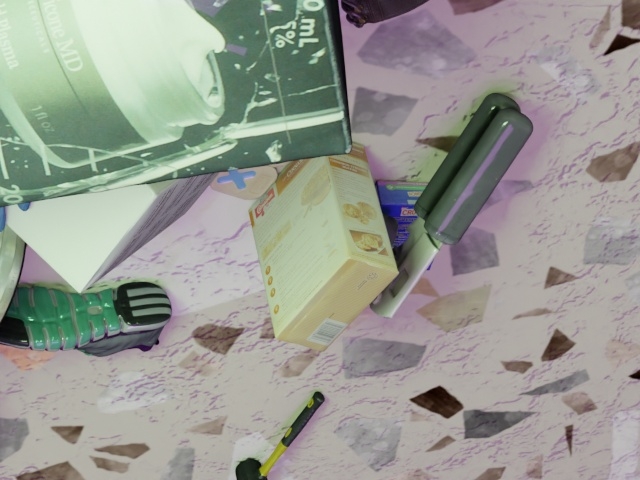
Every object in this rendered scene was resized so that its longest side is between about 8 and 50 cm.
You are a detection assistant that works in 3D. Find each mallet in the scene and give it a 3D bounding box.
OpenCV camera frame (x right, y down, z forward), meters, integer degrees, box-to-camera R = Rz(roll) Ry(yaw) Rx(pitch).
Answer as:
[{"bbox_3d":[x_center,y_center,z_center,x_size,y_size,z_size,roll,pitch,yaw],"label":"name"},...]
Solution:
[{"bbox_3d":[-0.052,0.257,2.525,0.039,0.062,0.190,16,117,-33],"label":"mallet"}]

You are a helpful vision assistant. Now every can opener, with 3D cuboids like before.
[{"bbox_3d":[0.115,-0.039,2.143,0.095,0.076,0.283,22,112,-28],"label":"can opener"}]

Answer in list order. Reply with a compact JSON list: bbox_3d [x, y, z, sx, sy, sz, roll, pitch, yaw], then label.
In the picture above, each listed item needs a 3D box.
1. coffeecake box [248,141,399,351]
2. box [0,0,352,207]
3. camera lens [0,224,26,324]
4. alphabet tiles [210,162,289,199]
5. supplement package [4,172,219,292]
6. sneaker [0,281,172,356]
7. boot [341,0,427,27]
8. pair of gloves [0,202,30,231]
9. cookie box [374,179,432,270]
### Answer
[{"bbox_3d":[0.000,0.000,2.117,0.068,0.185,0.142,17,132,-32],"label":"coffeecake box"},{"bbox_3d":[-0.245,-0.294,1.506,0.471,0.297,0.480,-10,130,2],"label":"box"},{"bbox_3d":[-0.447,0.000,1.960,0.274,0.219,0.219,21,129,-34],"label":"camera lens"},{"bbox_3d":[-0.136,-0.126,2.060,0.278,0.021,0.284,18,131,-32],"label":"alphabet tiles"},{"bbox_3d":[-0.210,-0.095,1.874,0.194,0.203,0.149,43,124,4],"label":"supplement package"},{"bbox_3d":[-0.282,0.107,2.243,0.223,0.083,0.098,-2,144,-15],"label":"sneaker"},{"bbox_3d":[0.018,-0.262,1.871,0.263,0.091,0.229,-21,155,4],"label":"boot"},{"bbox_3d":[-0.347,-0.098,1.802,0.198,0.023,0.159,22,120,12],"label":"pair of gloves"},{"bbox_3d":[0.094,-0.017,2.237,0.092,0.040,0.107,3,137,-18],"label":"cookie box"}]
